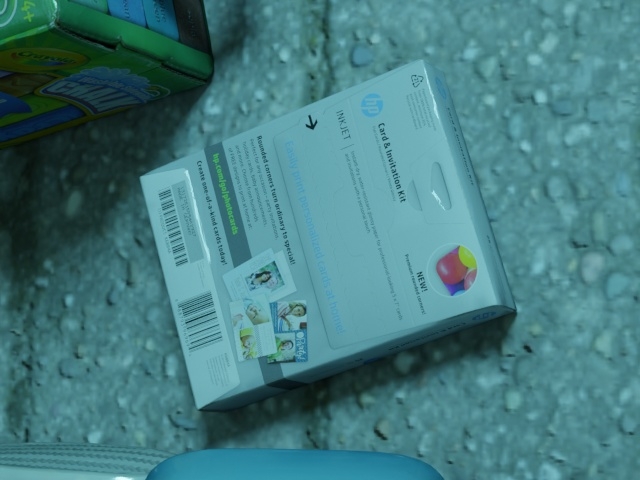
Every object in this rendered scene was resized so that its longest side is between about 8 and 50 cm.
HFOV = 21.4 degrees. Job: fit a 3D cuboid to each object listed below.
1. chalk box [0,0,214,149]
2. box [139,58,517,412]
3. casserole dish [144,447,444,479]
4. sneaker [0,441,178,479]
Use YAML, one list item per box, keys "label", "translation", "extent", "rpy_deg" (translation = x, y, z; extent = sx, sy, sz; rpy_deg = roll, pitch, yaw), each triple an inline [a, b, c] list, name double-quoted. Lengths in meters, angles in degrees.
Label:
- label: "chalk box"
  translation: [-0.183, -0.166, 0.972]
  extent: [0.289, 0.179, 0.180]
  rpy_deg: [-16, 79, 22]
- label: "box"
  translation: [0.000, 0.000, 0.944]
  extent: [0.186, 0.038, 0.145]
  rpy_deg: [-22, 74, 22]
- label: "casserole dish"
  translation: [-0.013, 0.168, 0.880]
  extent: [0.188, 0.037, 0.114]
  rpy_deg: [1, 97, -2]
- label: "sneaker"
  translation: [-0.195, 0.204, 0.978]
  extent: [0.293, 0.108, 0.169]
  rpy_deg: [-6, 86, 29]
